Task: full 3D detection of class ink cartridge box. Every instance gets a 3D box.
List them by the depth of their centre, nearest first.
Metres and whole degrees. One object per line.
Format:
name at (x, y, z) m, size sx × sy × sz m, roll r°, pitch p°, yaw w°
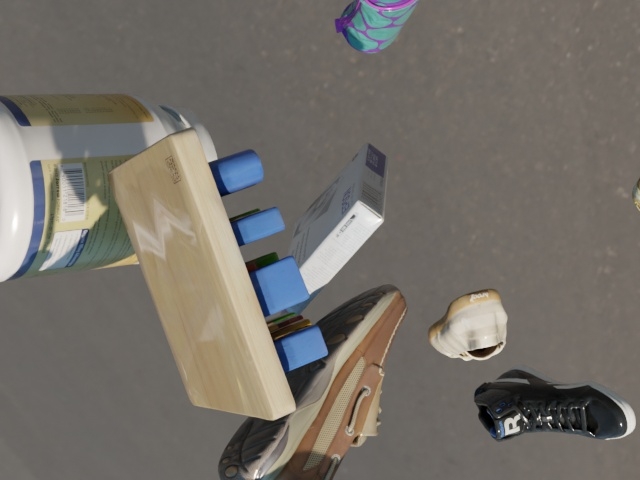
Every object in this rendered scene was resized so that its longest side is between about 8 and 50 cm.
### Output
ink cartridge box at (0.000, 0.000, 1.462) m, size 0.045 × 0.223 × 0.224 m, roll 36°, pitch 111°, yaw -10°

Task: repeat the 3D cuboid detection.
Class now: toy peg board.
toy peg board at (-0.048, 0.013, 0.689) m, size 0.160 × 0.079 × 0.161 m, roll -12°, pitch 99°, yaw 67°

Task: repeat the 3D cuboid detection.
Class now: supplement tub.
supplement tub at (-0.311, -0.074, 1.485) m, size 0.228 × 0.316 × 0.229 m, roll 8°, pitch 101°, yaw 47°

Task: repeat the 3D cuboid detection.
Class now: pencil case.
pencil case at (0.058, -0.238, 1.163) m, size 0.070 × 0.065 × 0.152 m, roll -7°, pitch 173°, yaw -6°

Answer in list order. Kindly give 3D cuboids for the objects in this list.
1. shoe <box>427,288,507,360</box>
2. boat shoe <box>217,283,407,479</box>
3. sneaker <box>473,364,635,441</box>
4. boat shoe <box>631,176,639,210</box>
shoe at (0.164, 0.107, 1.273) m, size 0.219 × 0.076 × 0.058 m, roll 83°, pitch 168°, yaw -75°
boat shoe at (0.011, 0.186, 1.332) m, size 0.116 × 0.324 × 0.123 m, roll 49°, pitch 149°, yaw -17°
sneaker at (0.291, 0.233, 1.502) m, size 0.216 × 0.121 × 0.079 m, roll 11°, pitch 119°, yaw 53°
boat shoe at (0.393, -0.018, 1.255) m, size 0.135 × 0.050 × 0.045 m, roll 52°, pitch 164°, yaw 10°
